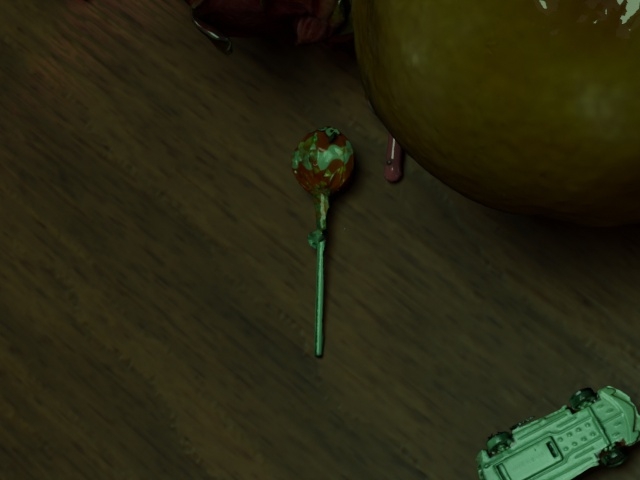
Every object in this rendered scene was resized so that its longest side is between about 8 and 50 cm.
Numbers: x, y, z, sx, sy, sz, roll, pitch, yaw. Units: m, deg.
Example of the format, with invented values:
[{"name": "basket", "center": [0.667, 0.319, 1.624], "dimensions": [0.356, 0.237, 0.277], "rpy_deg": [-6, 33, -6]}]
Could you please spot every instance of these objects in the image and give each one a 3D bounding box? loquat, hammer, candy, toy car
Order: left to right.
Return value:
[{"name": "candy", "center": [0.000, 0.000, 1.533], "dimensions": [0.055, 0.049, 0.184], "rpy_deg": [-15, 67, 49]}, {"name": "hammer", "center": [0.060, -0.086, 1.547], "dimensions": [0.053, 0.031, 0.083], "rpy_deg": [2, 81, 26]}, {"name": "toy car", "center": [0.170, 0.149, 1.401], "dimensions": [0.122, 0.035, 0.059], "rpy_deg": [-28, 61, 0]}, {"name": "loquat", "center": [0.185, -0.165, 1.367], "dimensions": [0.328, 0.328, 0.328], "rpy_deg": [-8, 67, 19]}]

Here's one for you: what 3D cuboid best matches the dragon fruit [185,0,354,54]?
[{"name": "dragon fruit", "center": [-0.063, -0.293, 1.558], "dimensions": [0.250, 0.250, 0.315], "rpy_deg": [-34, 102, 6]}]
